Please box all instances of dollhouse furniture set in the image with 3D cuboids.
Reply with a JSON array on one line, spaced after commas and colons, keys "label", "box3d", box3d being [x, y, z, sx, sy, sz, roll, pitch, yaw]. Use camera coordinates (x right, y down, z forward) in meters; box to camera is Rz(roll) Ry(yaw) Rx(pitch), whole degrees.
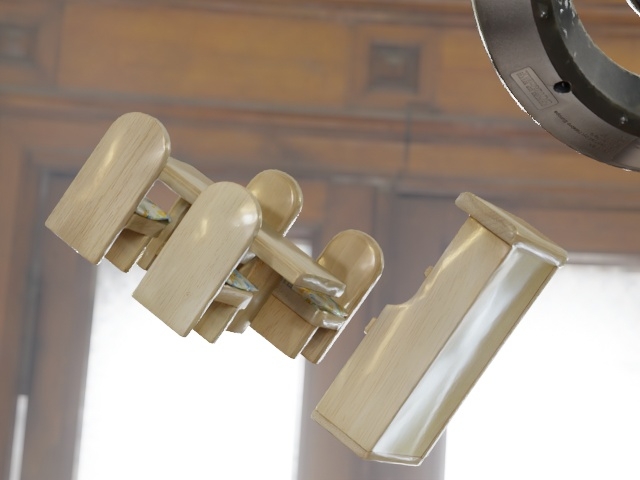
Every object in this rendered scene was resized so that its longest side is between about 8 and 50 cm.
[{"label": "dollhouse furniture set", "box3d": [0.000, 0.000, 1.218, 0.242, 0.161, 0.212, 37, 7, 23]}]

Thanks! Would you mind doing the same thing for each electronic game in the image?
[{"label": "electronic game", "box3d": [0.178, -0.139, 0.920, 0.229, 0.229, 0.048, 9, 19, -18]}]
